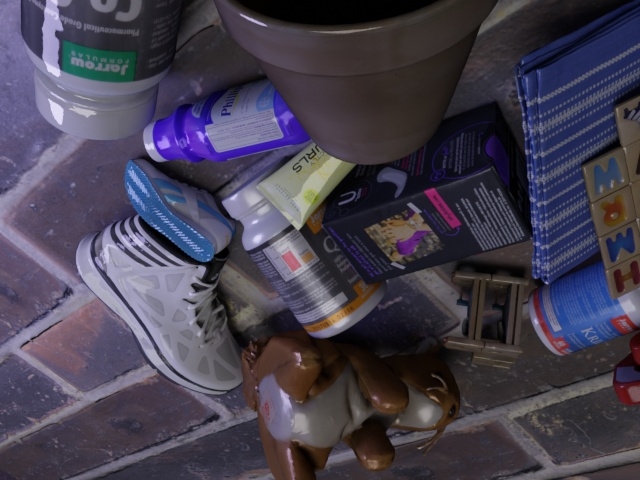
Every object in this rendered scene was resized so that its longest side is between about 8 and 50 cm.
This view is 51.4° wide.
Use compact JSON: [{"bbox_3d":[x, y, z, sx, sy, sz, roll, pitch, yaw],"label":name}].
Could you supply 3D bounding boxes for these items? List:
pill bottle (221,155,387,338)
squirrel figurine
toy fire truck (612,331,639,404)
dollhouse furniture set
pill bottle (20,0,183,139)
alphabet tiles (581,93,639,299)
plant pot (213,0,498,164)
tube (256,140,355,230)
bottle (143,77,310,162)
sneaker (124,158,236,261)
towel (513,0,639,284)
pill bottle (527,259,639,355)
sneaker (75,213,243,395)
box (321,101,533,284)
[{"bbox_3d":[-0.028,0.010,1.095,0.162,0.162,0.278,-28,104,35],"label":"pill bottle"},{"bbox_3d":[0.058,0.276,1.277,0.370,0.397,0.281,-5,97,-25],"label":"squirrel figurine"},{"bbox_3d":[0.619,0.181,1.031,0.302,0.254,0.169,-21,91,30],"label":"toy fire truck"},{"bbox_3d":[0.293,0.146,1.202,0.129,0.129,0.184,7,162,12],"label":"dollhouse furniture set"},{"bbox_3d":[-0.281,-0.323,0.867,0.204,0.204,0.361,21,134,-2],"label":"pill bottle"},{"bbox_3d":[0.499,-0.067,0.890,0.285,0.011,0.342,-26,120,0],"label":"alphabet tiles"},{"bbox_3d":[0.055,-0.249,0.794,0.323,0.323,0.280,4,148,14],"label":"plant pot"},{"bbox_3d":[0.021,-0.126,0.981,0.240,0.070,0.062,-42,141,12],"label":"tube"},{"bbox_3d":[-0.138,-0.178,1.014,0.283,0.118,0.092,-8,130,24],"label":"bottle"},{"bbox_3d":[-0.252,-0.063,1.181,0.228,0.092,0.087,43,134,3],"label":"sneaker"},{"bbox_3d":[0.359,-0.125,0.869,0.243,0.040,0.336,-30,128,-16],"label":"towel"},{"bbox_3d":[0.463,0.096,1.076,0.124,0.124,0.221,42,129,-21],"label":"pill bottle"},{"bbox_3d":[-0.242,0.128,1.288,0.257,0.169,0.447,-22,120,34],"label":"sneaker"},{"bbox_3d":[0.160,-0.064,0.993,0.270,0.165,0.143,-17,126,30],"label":"box"}]
